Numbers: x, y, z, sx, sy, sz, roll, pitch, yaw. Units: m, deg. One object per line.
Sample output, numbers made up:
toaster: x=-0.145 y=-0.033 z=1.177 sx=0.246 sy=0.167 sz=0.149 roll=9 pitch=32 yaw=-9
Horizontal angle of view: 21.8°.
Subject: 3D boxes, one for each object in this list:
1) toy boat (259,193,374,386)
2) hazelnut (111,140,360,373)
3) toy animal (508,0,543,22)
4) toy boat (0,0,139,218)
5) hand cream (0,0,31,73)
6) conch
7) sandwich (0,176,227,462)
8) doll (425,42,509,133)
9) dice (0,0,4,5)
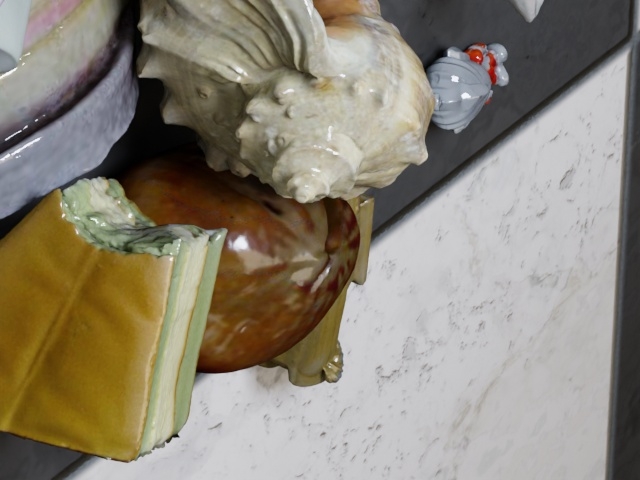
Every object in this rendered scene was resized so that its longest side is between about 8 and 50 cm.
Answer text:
toy boat: x=0.000 y=0.000 z=1.683 sx=0.121 sy=0.089 sz=0.321 roll=-27 pitch=132 yaw=-49
hazelnut: x=-0.083 y=0.013 z=1.478 sx=0.251 sy=0.217 sz=0.217 roll=20 pitch=97 yaw=-47
toy animal: x=0.177 y=-0.382 z=1.554 sx=0.154 sy=0.208 sz=0.325 roll=-6 pitch=126 yaw=-37
toy boat: x=-0.226 y=-0.168 z=1.256 sx=0.276 sy=0.111 sz=0.294 roll=-29 pitch=125 yaw=-49
hand cream: x=-0.227 y=-0.247 z=1.139 sx=0.124 sy=0.077 sz=0.341 roll=18 pitch=75 yaw=-47
conch: x=-0.055 y=-0.185 z=1.341 sx=0.210 sy=0.352 sz=0.297 roll=-26 pitch=143 yaw=2
sandwich: x=-0.210 y=0.044 z=1.308 sx=0.155 sy=0.227 sz=0.198 roll=-15 pitch=118 yaw=-79
doll: x=0.155 y=-0.167 z=1.786 sx=0.180 sy=0.079 sz=0.094 roll=-34 pitch=124 yaw=-54
dice: x=-0.332 y=-0.234 z=0.912 sx=0.270 sy=0.271 sz=0.270 roll=-24 pitch=131 yaw=-43
